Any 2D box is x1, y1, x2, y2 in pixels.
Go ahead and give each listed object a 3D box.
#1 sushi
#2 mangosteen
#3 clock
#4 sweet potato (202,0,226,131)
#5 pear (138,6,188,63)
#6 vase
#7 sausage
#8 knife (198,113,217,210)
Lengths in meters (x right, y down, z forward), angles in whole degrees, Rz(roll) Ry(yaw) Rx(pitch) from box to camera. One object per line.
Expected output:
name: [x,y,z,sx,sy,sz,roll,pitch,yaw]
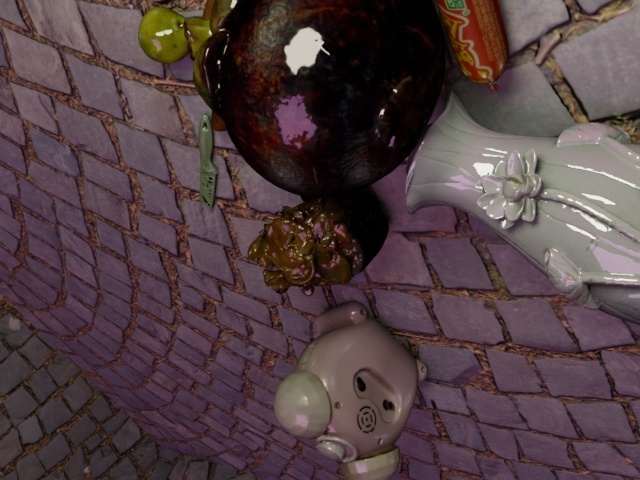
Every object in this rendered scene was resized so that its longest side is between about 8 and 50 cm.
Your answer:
sushi: [-0.005,-0.005,1.231,0.213,0.204,0.200,-20,118,43]
mangosteen: [0.003,-0.219,0.871,0.330,0.330,0.330,20,145,15]
clock: [0.074,0.353,1.523,0.342,0.326,0.184,41,143,-15]
sweet potato: [-0.145,-0.289,1.058,0.112,0.112,0.359,22,142,12]
pear: [-0.258,-0.333,1.103,0.092,0.092,0.097,42,144,-17]
vase: [0.335,-0.047,0.912,0.445,0.250,0.250,24,146,15]
sausage: [0.184,-0.296,0.832,0.083,0.083,0.264,1,137,36]
knife: [-0.231,-0.152,1.373,0.043,0.020,0.293,24,146,6]
